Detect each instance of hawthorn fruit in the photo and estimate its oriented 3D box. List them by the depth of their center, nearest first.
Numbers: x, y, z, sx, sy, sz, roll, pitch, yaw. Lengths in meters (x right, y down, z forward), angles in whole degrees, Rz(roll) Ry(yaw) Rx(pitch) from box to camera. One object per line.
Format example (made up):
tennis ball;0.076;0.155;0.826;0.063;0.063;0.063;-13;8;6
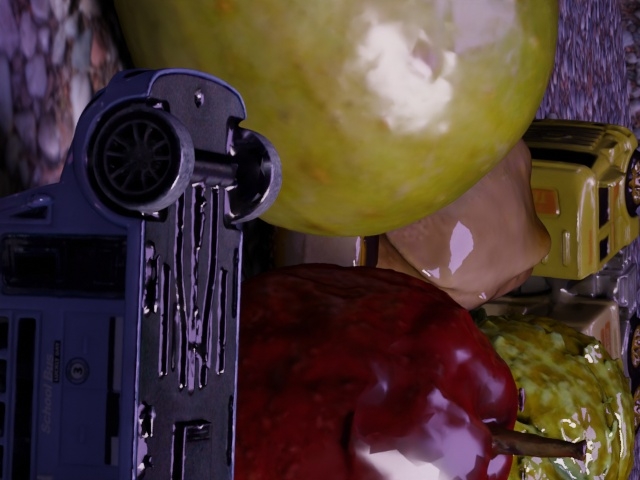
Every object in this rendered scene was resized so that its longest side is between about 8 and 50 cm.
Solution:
hawthorn fruit;0.043;0.127;1.273;0.230;0.266;0.210;-59;152;-59

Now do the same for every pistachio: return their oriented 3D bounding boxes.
pistachio;0.084;-0.036;1.617;0.163;0.212;0.260;-54;169;20

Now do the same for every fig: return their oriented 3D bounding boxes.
fig;-0.003;-0.155;1.170;0.326;0.258;0.258;47;42;-48

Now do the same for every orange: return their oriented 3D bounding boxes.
orange;0.119;0.201;1.584;0.301;0.223;0.300;-49;156;-31

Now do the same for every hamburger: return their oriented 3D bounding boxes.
hamburger;0.000;0.000;1.445;0.126;0.081;0.141;85;15;-55

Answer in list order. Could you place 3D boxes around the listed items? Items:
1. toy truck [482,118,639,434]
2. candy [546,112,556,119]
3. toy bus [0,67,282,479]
toy truck;0.255;0.080;2.165;0.254;0.180;0.405;-38;129;-61
candy;0.311;-0.044;2.527;0.365;0.124;0.124;-86;165;-46
toy bus;-0.105;0.059;0.999;0.125;0.133;0.292;6;86;-68
